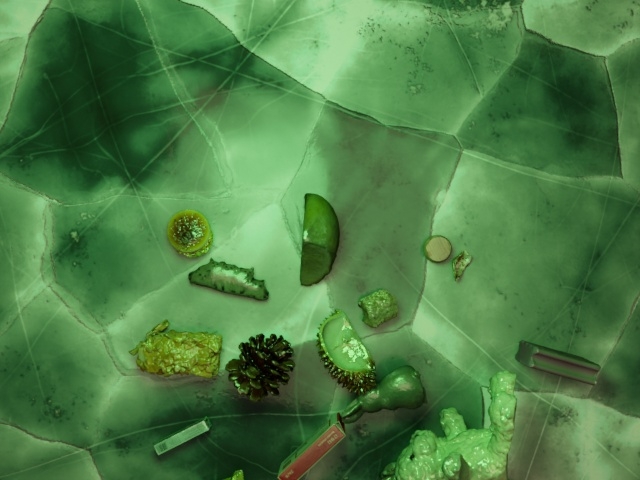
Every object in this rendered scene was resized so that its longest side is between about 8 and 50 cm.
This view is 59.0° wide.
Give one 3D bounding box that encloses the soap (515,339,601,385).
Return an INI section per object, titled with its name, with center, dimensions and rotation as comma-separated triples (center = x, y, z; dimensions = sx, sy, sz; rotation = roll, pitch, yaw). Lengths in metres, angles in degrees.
[soap]
center = 0.688, 0.355, 1.648
dimensions = 0.203, 0.122, 0.065
rotation = 15, 90, -1

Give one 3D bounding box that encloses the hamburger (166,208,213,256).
[hamburger]
center = -0.373, -0.020, 1.621
dimensions = 0.127, 0.081, 0.141
rotation = -14, 89, -3

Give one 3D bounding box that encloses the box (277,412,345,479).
[box]
center = -0.020, 0.595, 1.615
dimensions = 0.229, 0.123, 0.050
rotation = -42, 87, -1

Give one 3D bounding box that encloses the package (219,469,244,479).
[package]
center = -0.301, 0.760, 1.617
dimensions = 0.227, 0.090, 0.168
rotation = -15, 93, 0

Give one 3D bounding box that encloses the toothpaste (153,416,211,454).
[toothpaste]
center = -0.399, 0.563, 1.635
dimensions = 0.164, 0.046, 0.034
rotation = -26, 89, -2

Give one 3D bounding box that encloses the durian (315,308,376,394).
[durian]
center = 0.063, 0.320, 1.605
dimensions = 0.139, 0.144, 0.252
rotation = -33, 59, -4

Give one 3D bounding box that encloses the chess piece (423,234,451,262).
[chess piece]
center = 0.346, 0.025, 1.676
dimensions = 0.084, 0.038, 0.083
rotation = 0, 92, -3

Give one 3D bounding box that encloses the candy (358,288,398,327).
[candy]
center = 0.167, 0.199, 1.651
dimensions = 0.110, 0.085, 0.095
rotation = -17, 99, -14

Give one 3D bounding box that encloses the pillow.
[pillow]
center = -0.261, 0.108, 1.641
dimensions = 0.241, 0.051, 0.093
rotation = 13, 89, 0

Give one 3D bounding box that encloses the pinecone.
[pinecone]
center = -0.162, 0.352, 1.597
dimensions = 0.179, 0.150, 0.195
rotation = 44, 85, 4

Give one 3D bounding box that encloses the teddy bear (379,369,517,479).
[teddy bear]
center = 0.331, 0.540, 1.540
dimensions = 0.363, 0.327, 0.375
rotation = 4, 105, 17

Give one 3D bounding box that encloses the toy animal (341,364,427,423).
[toy animal]
center = 0.169, 0.441, 1.621
dimensions = 0.252, 0.125, 0.127
rotation = -17, 102, -1

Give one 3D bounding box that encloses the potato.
[potato]
center = 0.000, 0.000, 1.552
dimensions = 0.112, 0.255, 0.269
rotation = 1, 90, -1

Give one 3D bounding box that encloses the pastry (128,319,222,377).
[pastry]
center = -0.406, 0.311, 1.607
dimensions = 0.250, 0.102, 0.154
rotation = 6, 88, -2

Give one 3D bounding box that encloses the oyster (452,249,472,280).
[oyster]
center = 0.412, 0.072, 1.682
dimensions = 0.051, 0.034, 0.093
rotation = 43, 76, -18
